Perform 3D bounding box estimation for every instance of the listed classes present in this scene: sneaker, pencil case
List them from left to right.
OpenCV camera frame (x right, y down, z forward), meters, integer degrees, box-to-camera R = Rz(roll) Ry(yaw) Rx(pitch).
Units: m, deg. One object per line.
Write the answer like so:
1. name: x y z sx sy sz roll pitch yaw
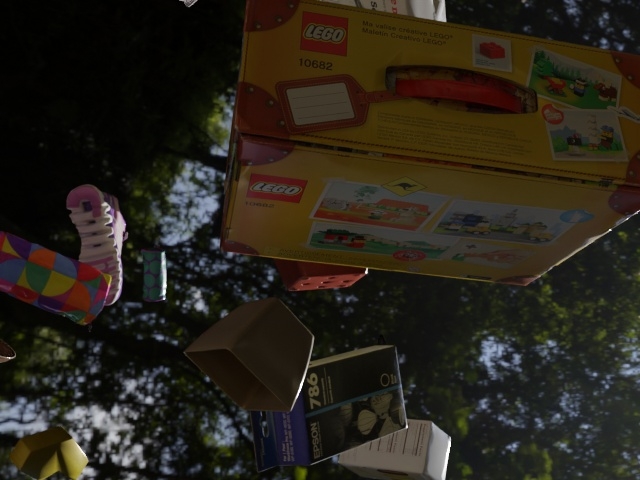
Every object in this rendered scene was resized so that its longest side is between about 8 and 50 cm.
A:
1. pencil case: -0.456 0.061 1.155 0.104 0.236 0.105 -35 -141 34
2. sneaker: -0.421 0.007 1.411 0.095 0.104 0.237 -6 -86 14
3. pencil case: -0.462 0.092 1.983 0.070 0.064 0.152 8 -74 19

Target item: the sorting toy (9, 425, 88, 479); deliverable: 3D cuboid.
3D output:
1. sorting toy: -0.282 0.189 0.468 0.041 0.307 0.229 28 -70 36

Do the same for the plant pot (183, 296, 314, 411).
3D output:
1. plant pot: -0.073 0.127 0.843 0.109 0.109 0.096 -15 -147 52

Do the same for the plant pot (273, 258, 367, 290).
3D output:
1. plant pot: 0.000 0.000 1.920 0.267 0.267 0.236 132 -47 -69

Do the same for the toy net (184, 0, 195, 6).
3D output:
1. toy net: -0.158 -0.436 1.235 0.045 0.232 0.122 76 -4 -56

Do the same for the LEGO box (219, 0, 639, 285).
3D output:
1. LEGO box: 0.125 -0.104 0.969 0.372 0.499 0.193 119 -23 -66

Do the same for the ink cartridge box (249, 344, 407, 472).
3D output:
1. ink cartridge box: 0.022 0.295 1.292 0.065 0.332 0.166 -10 -92 47

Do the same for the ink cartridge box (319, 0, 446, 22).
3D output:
1. ink cartridge box: 0.102 -0.513 1.433 0.272 0.114 0.198 28 -33 37

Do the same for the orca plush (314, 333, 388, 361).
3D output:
1. orca plush: 0.020 0.292 1.655 0.287 0.151 0.102 -33 -134 -4

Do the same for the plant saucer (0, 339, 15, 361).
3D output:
1. plant saucer: -0.875 0.261 1.825 0.198 0.198 0.036 23 -99 51

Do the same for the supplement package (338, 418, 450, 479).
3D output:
1. supplement package: 0.193 0.544 1.865 0.244 0.139 0.134 -5 -123 34
